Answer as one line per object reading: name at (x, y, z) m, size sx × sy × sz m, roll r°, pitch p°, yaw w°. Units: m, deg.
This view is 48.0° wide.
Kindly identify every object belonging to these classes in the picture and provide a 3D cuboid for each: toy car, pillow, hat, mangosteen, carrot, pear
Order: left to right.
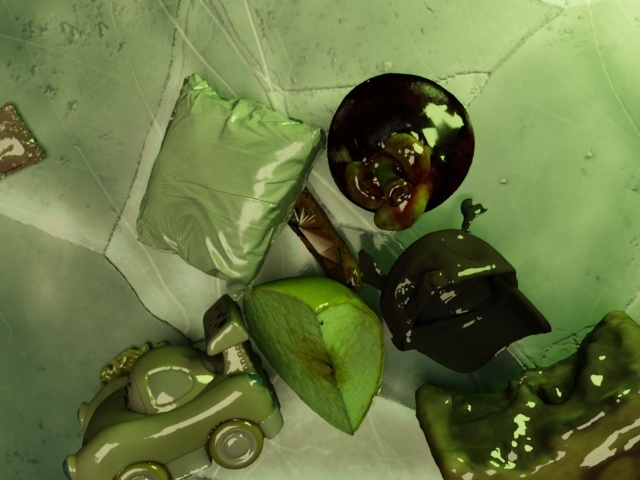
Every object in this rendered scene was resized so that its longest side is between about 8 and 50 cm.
pillow at (-0.580, -0.149, 1.239) m, size 0.185 × 0.043 × 0.118 m, roll -29°, pitch 97°, yaw 10°
toy car at (-0.250, 0.264, 1.177) m, size 0.336 × 0.242 × 0.226 m, roll -22°, pitch 106°, yaw -6°
pillow at (-0.165, -0.089, 1.159) m, size 0.283 × 0.138 × 0.310 m, roll 30°, pitch 102°, yaw 24°
pear at (-0.018, 0.157, 1.223) m, size 0.239 × 0.139 × 0.288 m, roll 13°, pitch 132°, yaw 38°
carrot at (0.001, -0.001, 1.224) m, size 0.069 × 0.069 × 0.228 m, roll -34°, pitch 99°, yaw 11°
mangosteen at (0.116, -0.129, 1.080) m, size 0.228 × 0.265 × 0.228 m, roll 6°, pitch 124°, yaw 9°
hat at (0.219, 0.071, 1.189) m, size 0.238 × 0.209 × 0.336 m, roll -36°, pitch 137°, yaw 23°

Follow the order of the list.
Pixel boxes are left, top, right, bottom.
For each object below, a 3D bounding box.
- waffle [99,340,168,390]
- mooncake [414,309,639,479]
waffle at (-0.310, 0.279, 1.320) m, size 0.169 × 0.036 × 0.183 m, roll -26°, pitch 100°, yaw 8°
mooncake at (0.375, 0.289, 1.139) m, size 0.393 × 0.246 × 0.394 m, roll 16°, pitch 117°, yaw -16°
